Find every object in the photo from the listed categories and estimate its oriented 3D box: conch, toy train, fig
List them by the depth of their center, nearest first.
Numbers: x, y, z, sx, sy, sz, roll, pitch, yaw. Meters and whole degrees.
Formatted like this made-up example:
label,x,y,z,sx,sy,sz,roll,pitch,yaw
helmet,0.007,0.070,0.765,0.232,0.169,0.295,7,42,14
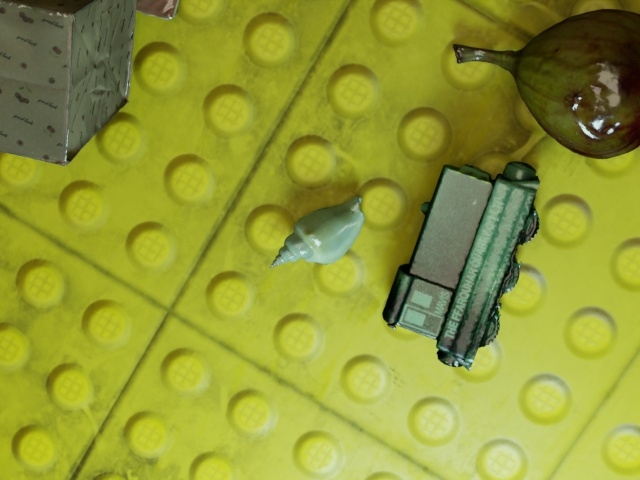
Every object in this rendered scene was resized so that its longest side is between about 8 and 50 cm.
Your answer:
label,x,y,z,sx,sy,sz,roll,pitch,yaw
fig,0.340,-0.252,1.556,0.321,0.217,0.216,24,102,26
toy train,0.216,0.027,1.626,0.178,0.138,0.330,20,100,8
conch,-0.001,-0.001,1.680,0.180,0.065,0.088,-33,93,2

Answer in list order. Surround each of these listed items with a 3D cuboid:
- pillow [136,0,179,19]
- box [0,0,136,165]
label,x,y,z,sx,sy,sz,roll,pitch,yaw
pillow,-0.318,-0.422,1.660,0.233,0.043,0.126,12,100,4
box,-0.396,-0.271,1.539,0.191,0.297,0.225,12,117,5
